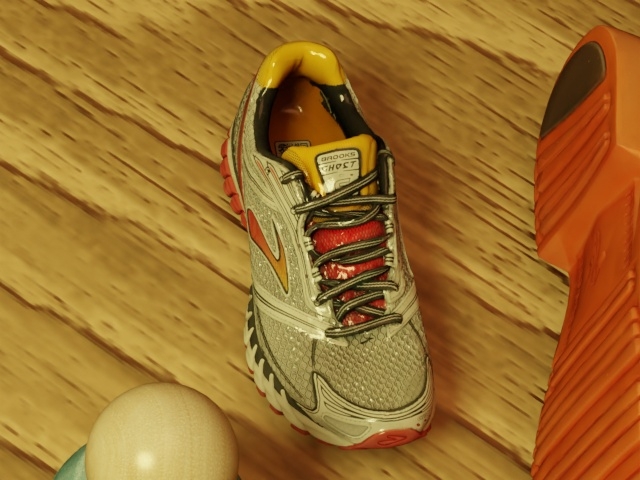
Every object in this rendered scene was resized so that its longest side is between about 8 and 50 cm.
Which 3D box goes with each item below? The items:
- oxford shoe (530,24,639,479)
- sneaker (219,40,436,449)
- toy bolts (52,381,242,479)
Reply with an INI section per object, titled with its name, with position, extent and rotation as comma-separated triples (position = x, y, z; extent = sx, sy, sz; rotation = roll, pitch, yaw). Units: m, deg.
[oxford shoe]
position = 0.182, 0.055, 0.820
extent = 0.132, 0.130, 0.364
rotation = 15, 57, -14
[sneaker]
position = 0.000, 0.000, 0.840
extent = 0.088, 0.093, 0.225
rotation = -9, 58, -17
[toy bolts]
position = -0.005, 0.146, 0.695
extent = 0.218, 0.158, 0.228
rotation = -36, 68, -30
